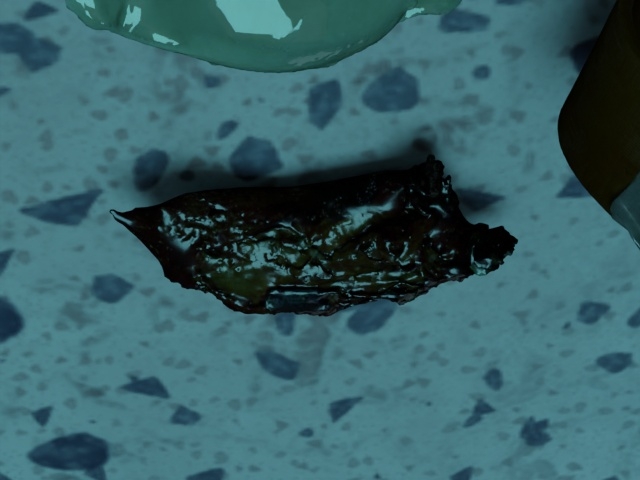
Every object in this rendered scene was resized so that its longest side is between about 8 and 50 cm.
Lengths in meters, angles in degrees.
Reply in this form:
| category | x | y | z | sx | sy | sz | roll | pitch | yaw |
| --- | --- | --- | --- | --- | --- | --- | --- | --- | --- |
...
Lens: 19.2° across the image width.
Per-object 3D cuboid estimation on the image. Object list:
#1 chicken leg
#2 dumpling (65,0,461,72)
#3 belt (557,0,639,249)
| category | x | y | z | sx | sy | sz | roll | pitch | yaw |
| --- | --- | --- | --- | --- | --- | --- | --- | --- | --- |
| chicken leg | 0.000 | 0.000 | 1.103 | 0.233 | 0.063 | 0.105 | -6 | 129 | 0 |
| dumpling | -0.025 | -0.158 | 0.939 | 0.219 | 0.153 | 0.108 | -6 | 179 | -22 |
| belt | 0.264 | -0.054 | 1.002 | 0.261 | 0.184 | 0.105 | 8 | 132 | -15 |
